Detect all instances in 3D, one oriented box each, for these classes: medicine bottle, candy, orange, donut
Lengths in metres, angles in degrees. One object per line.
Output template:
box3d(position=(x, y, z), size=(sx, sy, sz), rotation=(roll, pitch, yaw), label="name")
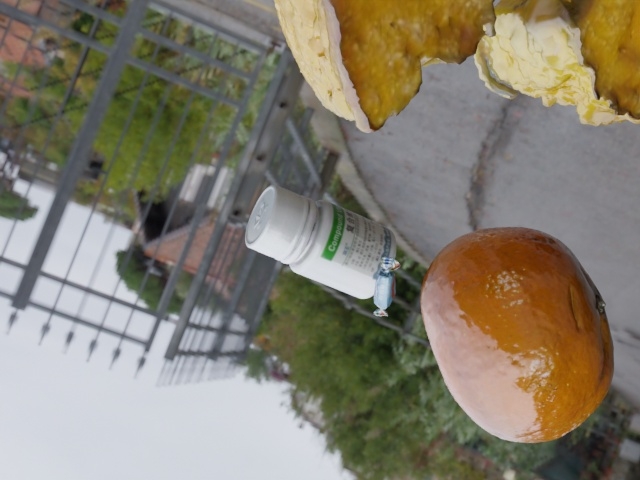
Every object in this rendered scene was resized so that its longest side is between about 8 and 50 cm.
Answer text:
box3d(position=(0.000, 0.000, 1.583), size=(0.237, 0.139, 0.139), rotation=(23, 177, -19), label="medicine bottle")
box3d(position=(0.085, 0.060, 1.180), size=(0.030, 0.083, 0.020), rotation=(11, -159, 17), label="candy")
box3d(position=(0.197, 0.089, 0.910), size=(0.170, 0.224, 0.224), rotation=(-25, 165, 11), label="orange")
box3d(position=(0.152, -0.271, 0.735), size=(0.435, 0.377, 0.163), rotation=(2, -160, -36), label="donut")
